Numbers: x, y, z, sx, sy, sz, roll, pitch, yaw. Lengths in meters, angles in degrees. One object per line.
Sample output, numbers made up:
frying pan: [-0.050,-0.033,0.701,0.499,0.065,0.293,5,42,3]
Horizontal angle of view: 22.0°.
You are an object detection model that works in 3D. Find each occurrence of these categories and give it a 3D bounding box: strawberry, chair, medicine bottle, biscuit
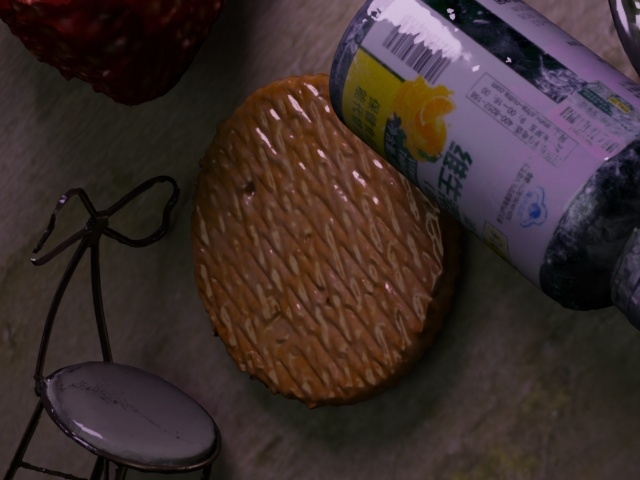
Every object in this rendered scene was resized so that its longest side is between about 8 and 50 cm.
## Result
strawberry: [-0.170,-0.286,1.243,0.292,0.292,0.343,-34,96,33]
chair: [-0.156,0.131,1.281,0.170,0.160,0.325,33,113,29]
medicine bottle: [0.148,-0.054,1.057,0.293,0.141,0.141,41,115,28]
biscuit: [0.000,0.000,1.236,0.254,0.035,0.254,1,92,38]

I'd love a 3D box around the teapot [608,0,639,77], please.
teapot: [0.317,-0.186,0.910,0.337,0.200,0.270,-38,45,34]
